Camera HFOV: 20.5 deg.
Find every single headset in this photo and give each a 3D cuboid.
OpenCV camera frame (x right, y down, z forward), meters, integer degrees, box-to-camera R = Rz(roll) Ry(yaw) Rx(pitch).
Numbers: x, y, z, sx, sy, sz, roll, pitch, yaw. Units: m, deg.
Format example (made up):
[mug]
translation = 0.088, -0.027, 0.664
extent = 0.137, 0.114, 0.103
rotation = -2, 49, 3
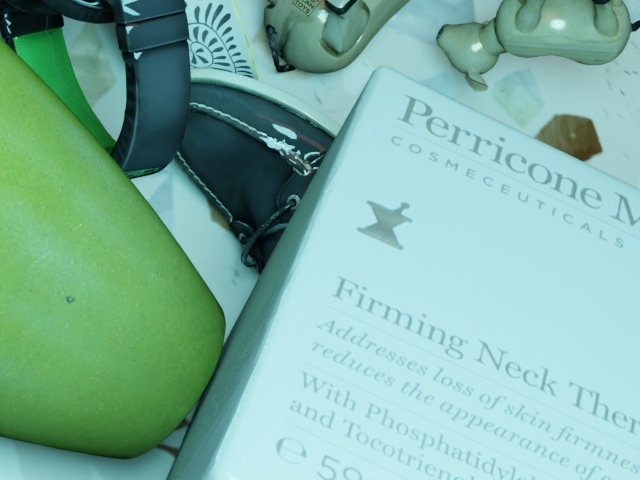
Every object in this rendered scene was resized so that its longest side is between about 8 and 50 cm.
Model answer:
[headset]
translation = -0.163, -0.242, 1.324
extent = 0.185, 0.243, 0.394
rotation = -18, 107, -28

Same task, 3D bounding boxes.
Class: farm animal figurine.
[farm animal figurine]
translation = 0.084, -0.238, 1.521
extent = 0.326, 0.172, 0.330
rotation = -29, 68, -12

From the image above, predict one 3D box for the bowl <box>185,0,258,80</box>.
[bowl]
translation = -0.117, -0.186, 1.431
extent = 0.080, 0.170, 0.170
rotation = -23, 79, -6

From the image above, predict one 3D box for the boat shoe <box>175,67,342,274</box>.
[boat shoe]
translation = -0.002, 0.002, 1.406
extent = 0.340, 0.127, 0.113
rotation = 42, 46, -13

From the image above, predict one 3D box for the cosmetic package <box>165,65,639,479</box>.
[cosmetic package]
translation = 0.076, 0.169, 1.180
extent = 0.329, 0.327, 0.394
rotation = 25, 43, -4

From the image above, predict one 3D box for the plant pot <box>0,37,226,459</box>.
[plant pot]
translation = -0.218, 0.023, 1.244
extent = 0.293, 0.275, 0.275
rotation = 35, 58, -25
